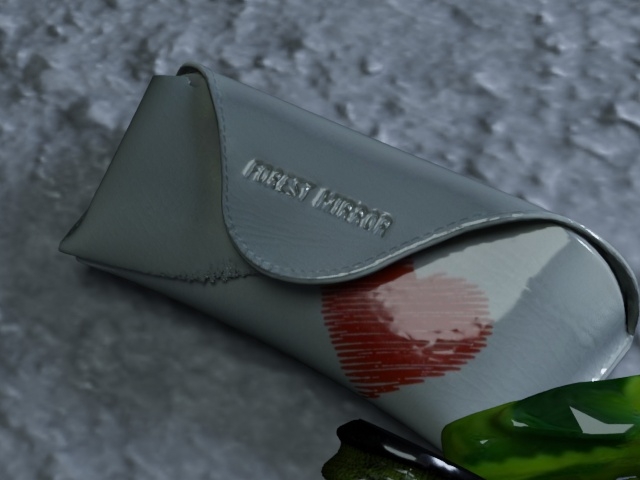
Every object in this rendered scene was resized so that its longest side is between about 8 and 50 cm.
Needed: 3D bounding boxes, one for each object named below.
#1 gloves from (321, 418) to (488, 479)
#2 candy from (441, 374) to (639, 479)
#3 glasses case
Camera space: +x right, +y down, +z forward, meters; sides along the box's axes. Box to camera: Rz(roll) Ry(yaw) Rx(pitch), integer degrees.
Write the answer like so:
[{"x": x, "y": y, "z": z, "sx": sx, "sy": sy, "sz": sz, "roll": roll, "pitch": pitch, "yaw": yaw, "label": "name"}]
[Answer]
[{"x": -0.024, "y": 0.194, "z": 0.551, "sx": 0.107, "sy": 0.135, "sz": 0.268, "roll": 40, "pitch": 87, "yaw": 11, "label": "gloves"}, {"x": 0.135, "y": 0.174, "z": 0.557, "sx": 0.149, "sy": 0.069, "sz": 0.246, "roll": -7, "pitch": 52, "yaw": 4, "label": "candy"}, {"x": -0.001, "y": 0.002, "z": 0.697, "sx": 0.308, "sy": 0.083, "sz": 0.128, "roll": 25, "pitch": 64, "yaw": 27, "label": "glasses case"}]
